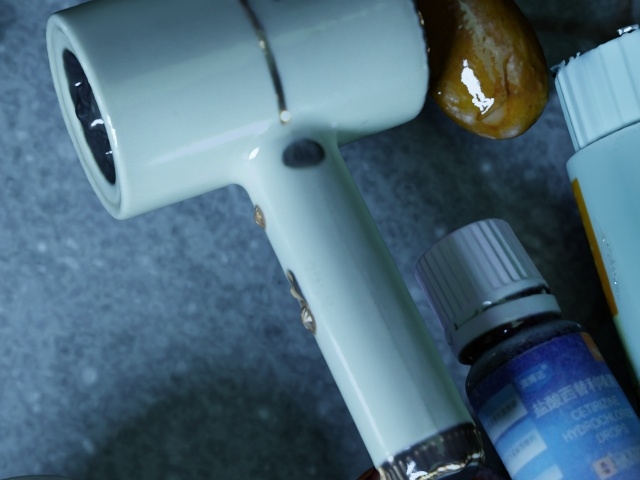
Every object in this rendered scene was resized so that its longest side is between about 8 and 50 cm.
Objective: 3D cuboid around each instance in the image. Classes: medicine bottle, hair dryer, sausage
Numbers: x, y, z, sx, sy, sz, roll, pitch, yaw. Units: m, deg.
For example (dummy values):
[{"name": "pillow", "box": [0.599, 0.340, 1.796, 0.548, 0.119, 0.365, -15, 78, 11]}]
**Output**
[{"name": "medicine bottle", "box": [0.250, 0.027, 1.094, 0.158, 0.158, 0.318, -13, 82, -16]}, {"name": "medicine bottle", "box": [0.128, 0.086, 1.077, 0.083, 0.083, 0.203, -22, 67, -17]}, {"name": "hair dryer", "box": [0.000, 0.000, 1.030, 0.203, 0.128, 0.362, -19, 70, -17]}, {"name": "sausage", "box": [0.082, -0.209, 1.150, 0.103, 0.076, 0.302, -1, 78, -11]}]

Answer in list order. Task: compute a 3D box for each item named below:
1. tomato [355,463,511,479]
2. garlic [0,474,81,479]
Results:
[{"name": "tomato", "box": [0.076, 0.237, 1.024, 0.199, 0.112, 0.228, 27, 38, -24]}, {"name": "garlic", "box": [-0.114, 0.249, 0.960, 0.203, 0.184, 0.281, -34, 108, 12]}]
